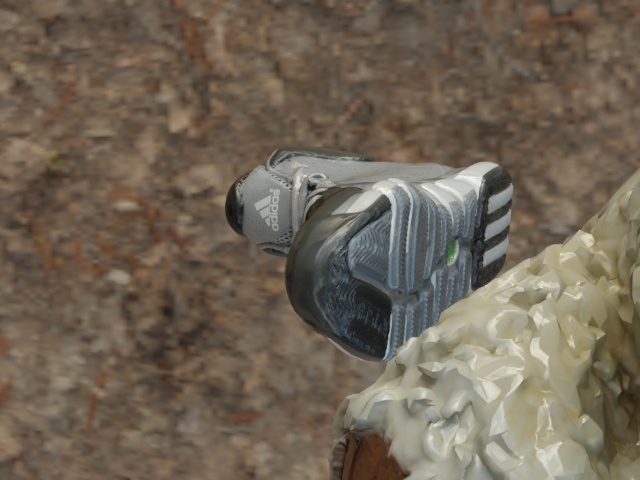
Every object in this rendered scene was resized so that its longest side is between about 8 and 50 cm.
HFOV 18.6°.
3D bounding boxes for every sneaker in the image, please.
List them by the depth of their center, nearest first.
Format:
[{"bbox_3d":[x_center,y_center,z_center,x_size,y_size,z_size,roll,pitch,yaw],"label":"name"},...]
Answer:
[{"bbox_3d":[0.000,0.000,0.957,0.229,0.132,0.086,-16,114,-65],"label":"sneaker"}]

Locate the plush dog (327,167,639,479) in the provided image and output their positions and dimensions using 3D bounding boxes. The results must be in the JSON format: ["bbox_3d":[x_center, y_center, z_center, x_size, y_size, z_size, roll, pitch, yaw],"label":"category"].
[{"bbox_3d":[0.166,0.054,0.483,0.225,0.262,0.210,50,33,16],"label":"plush dog"}]
